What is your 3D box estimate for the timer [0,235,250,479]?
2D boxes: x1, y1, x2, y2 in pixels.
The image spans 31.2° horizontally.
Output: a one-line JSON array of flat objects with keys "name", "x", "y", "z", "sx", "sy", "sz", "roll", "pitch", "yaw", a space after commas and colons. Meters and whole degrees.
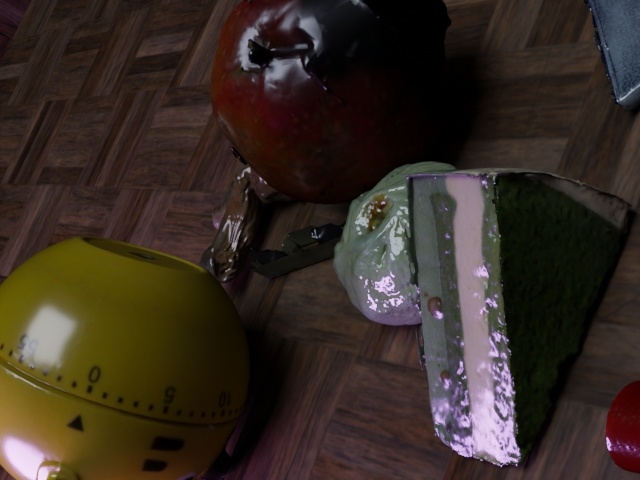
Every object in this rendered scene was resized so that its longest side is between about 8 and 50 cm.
[{"name": "timer", "x": -0.264, "y": 0.198, "z": 1.401, "sx": 0.376, "sy": 0.376, "sz": 0.387, "roll": 26, "pitch": 99, "yaw": 57}]

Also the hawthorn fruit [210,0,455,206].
[{"name": "hawthorn fruit", "x": 0.022, "y": -0.191, "z": 1.358, "sx": 0.316, "sy": 0.316, "sz": 0.316, "roll": -32, "pitch": 42, "yaw": 35}]

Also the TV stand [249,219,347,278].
[{"name": "TV stand", "x": 0.000, "y": 0.000, "z": 1.454, "sx": 0.249, "sy": 0.036, "sz": 0.042, "roll": -20, "pitch": 49, "yaw": 44}]

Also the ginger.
[{"name": "ginger", "x": -0.080, "y": -0.066, "z": 1.585, "sx": 0.122, "sy": 0.084, "sz": 0.290, "roll": 34, "pitch": 93, "yaw": 24}]

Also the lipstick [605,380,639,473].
[{"name": "lipstick", "x": 0.328, "y": 0.161, "z": 0.862, "sx": 0.241, "sy": 0.080, "sz": 0.080, "roll": 5, "pitch": 69, "yaw": 55}]

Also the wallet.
[{"name": "wallet", "x": 0.358, "y": -0.253, "z": 1.184, "sx": 0.167, "sy": 0.036, "sz": 0.222, "roll": -34, "pitch": 43, "yaw": 32}]

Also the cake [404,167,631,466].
[{"name": "cake", "x": 0.201, "y": 0.064, "z": 1.130, "sx": 0.158, "sy": 0.172, "sz": 0.283, "roll": 7, "pitch": 103, "yaw": 61}]

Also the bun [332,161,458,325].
[{"name": "bun", "x": 0.090, "y": -0.003, "z": 1.269, "sx": 0.195, "sy": 0.118, "sz": 0.195, "roll": -34, "pitch": 42, "yaw": 38}]
